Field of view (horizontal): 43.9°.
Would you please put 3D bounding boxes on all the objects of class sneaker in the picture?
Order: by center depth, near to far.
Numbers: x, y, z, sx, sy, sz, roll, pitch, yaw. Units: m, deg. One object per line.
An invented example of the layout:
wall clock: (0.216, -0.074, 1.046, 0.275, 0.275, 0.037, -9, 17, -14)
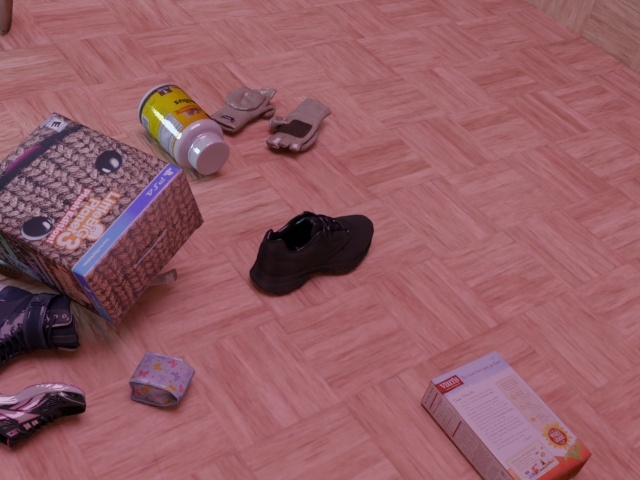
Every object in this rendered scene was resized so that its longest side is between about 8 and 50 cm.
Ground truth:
sneaker: (-0.425, 0.257, 1.135, 0.178, 0.072, 0.077, -7, 56, -12)
sneaker: (-0.459, 0.159, 1.200, 0.163, 0.086, 0.226, 10, 43, 3)
sneaker: (-0.545, 0.036, 1.364, 0.083, 0.032, 0.037, 20, 41, 6)
sneaker: (0.000, 0.000, 1.493, 0.286, 0.130, 0.109, -25, 52, -38)

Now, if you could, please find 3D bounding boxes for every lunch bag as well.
lunch bag: (-0.245, 0.219, 1.232, 0.083, 0.053, 0.071, 9, 38, 8)

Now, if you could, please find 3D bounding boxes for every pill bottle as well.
pill bottle: (-0.286, -0.232, 1.679, 0.117, 0.117, 0.215, -22, 53, -35)

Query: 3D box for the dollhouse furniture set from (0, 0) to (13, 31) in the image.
dollhouse furniture set: (-0.921, -0.493, 1.766, 0.362, 0.257, 0.394, 8, 20, -9)

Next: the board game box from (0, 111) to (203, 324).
board game box: (-0.384, -0.043, 1.289, 0.291, 0.141, 0.232, 24, 61, 24)

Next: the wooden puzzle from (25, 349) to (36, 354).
wooden puzzle: (-0.461, 0.155, 1.274, 0.049, 0.006, 0.083, 38, 46, 25)

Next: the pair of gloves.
pair of gloves: (-0.113, -0.283, 1.847, 0.240, 0.042, 0.204, 19, 44, 8)

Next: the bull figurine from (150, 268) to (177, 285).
bull figurine: (-0.350, -0.037, 1.436, 0.188, 0.101, 0.310, -4, 53, 1)

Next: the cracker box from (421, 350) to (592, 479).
cracker box: (0.296, 0.302, 1.285, 0.155, 0.067, 0.232, -16, 50, -32)
